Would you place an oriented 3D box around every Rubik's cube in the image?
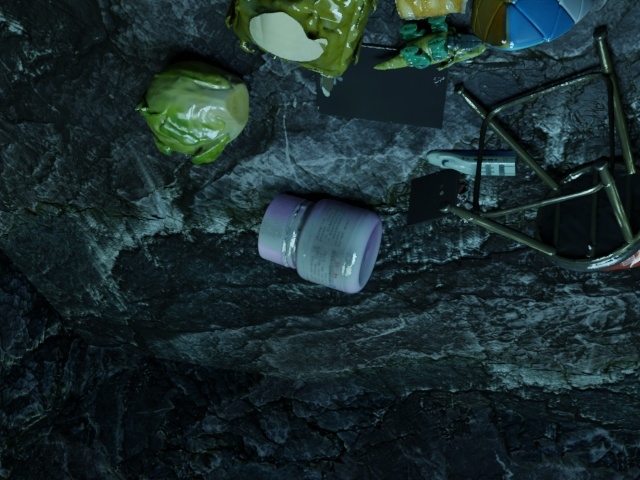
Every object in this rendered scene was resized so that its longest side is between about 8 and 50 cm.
[{"bbox_3d":[0.403,-0.455,1.392,0.254,0.255,0.254,11,147,8],"label":"Rubik's cube"}]

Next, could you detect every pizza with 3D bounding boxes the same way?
[{"bbox_3d":[0.228,-0.519,1.432,0.188,0.081,0.204,34,156,15],"label":"pizza"}]

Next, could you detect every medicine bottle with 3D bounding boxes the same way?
[{"bbox_3d":[0.000,0.000,2.127,0.324,0.256,0.256,16,148,15],"label":"medicine bottle"}]

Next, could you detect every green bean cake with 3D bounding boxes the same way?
[{"bbox_3d":[-0.042,-0.494,1.467,0.309,0.202,0.285,17,145,-1],"label":"green bean cake"}]

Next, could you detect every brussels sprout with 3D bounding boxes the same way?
[{"bbox_3d":[-0.329,-0.328,1.823,0.294,0.227,0.259,-8,155,21],"label":"brussels sprout"}]

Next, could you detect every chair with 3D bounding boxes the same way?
[{"bbox_3d":[0.545,-0.150,1.592,0.361,0.365,0.410,-16,139,39],"label":"chair"}]

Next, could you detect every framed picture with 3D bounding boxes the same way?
[{"bbox_3d":[0.144,-0.377,1.729,0.323,0.013,0.244,10,146,10],"label":"framed picture"}]

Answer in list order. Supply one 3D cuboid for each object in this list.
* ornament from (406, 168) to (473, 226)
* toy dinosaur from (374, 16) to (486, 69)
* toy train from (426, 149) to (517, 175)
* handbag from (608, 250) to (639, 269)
[{"bbox_3d":[0.367,-0.081,1.968,0.166,0.153,0.196,-14,146,39],"label":"ornament"},{"bbox_3d":[0.220,-0.417,1.552,0.259,0.094,0.153,-5,166,28],"label":"toy dinosaur"},{"bbox_3d":[0.388,-0.203,1.844,0.233,0.051,0.052,3,141,19],"label":"toy train"},{"bbox_3d":[0.820,-0.029,1.806,0.298,0.171,0.151,-5,140,32],"label":"handbag"}]
